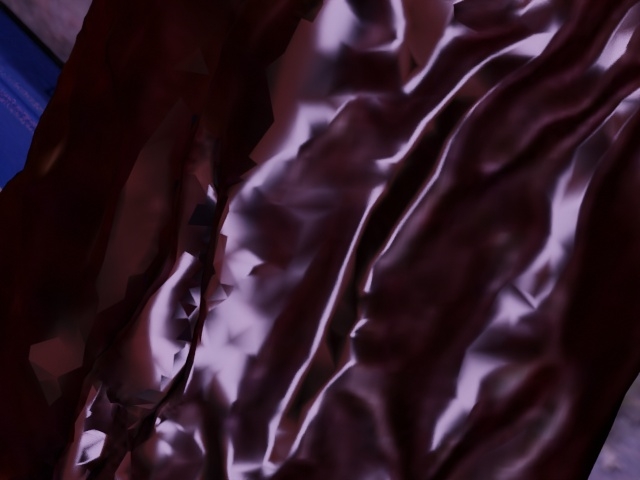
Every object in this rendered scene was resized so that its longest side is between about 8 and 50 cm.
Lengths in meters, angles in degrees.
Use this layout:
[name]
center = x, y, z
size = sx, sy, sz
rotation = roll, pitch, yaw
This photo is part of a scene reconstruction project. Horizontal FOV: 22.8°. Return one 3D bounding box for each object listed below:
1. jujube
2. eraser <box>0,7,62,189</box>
[jujube]
center = 0.000, 0.000, 0.497
size = 0.216, 0.216, 0.342
rotation = 37, 129, 15
[eraser]
center = -0.128, -0.052, 0.683
size = 0.085, 0.027, 0.063
rotation = 45, 140, 5
